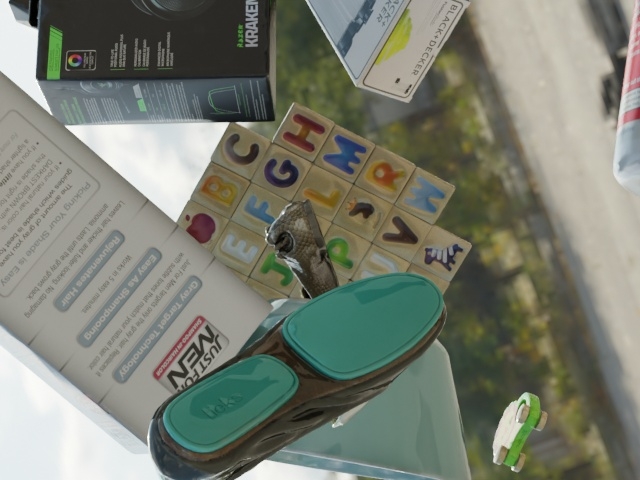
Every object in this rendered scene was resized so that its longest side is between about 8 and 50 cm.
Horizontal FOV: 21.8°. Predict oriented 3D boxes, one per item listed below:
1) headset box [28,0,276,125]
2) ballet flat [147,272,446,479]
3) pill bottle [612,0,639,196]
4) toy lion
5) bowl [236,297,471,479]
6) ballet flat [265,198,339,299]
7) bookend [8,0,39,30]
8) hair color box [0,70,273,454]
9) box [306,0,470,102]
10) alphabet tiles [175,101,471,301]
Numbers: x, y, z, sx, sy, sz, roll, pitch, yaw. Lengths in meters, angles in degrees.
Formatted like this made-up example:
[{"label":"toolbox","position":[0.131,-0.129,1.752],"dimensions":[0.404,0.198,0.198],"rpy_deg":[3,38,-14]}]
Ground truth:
[{"label":"headset box","position":[-0.194,-0.270,1.928],"dimensions":[0.131,0.283,0.246],"rpy_deg":[83,-173,-69]},{"label":"ballet flat","position":[-0.022,0.114,1.298],"dimensions":[0.095,0.280,0.096],"rpy_deg":[46,145,28]},{"label":"pill bottle","position":[0.446,-0.243,1.759],"dimensions":[0.229,0.229,0.407],"rpy_deg":[48,-130,-75]},{"label":"toy lion","position":[0.235,0.224,1.998],"dimensions":[0.096,0.034,0.100],"rpy_deg":[-84,17,-65]},{"label":"bowl","position":[0.016,0.157,1.741],"dimensions":[0.311,0.311,0.163],"rpy_deg":[50,-132,-74]},{"label":"ballet flat","position":[-0.017,0.027,1.803],"dimensions":[0.250,0.058,0.084],"rpy_deg":[72,177,-68]},{"label":"bookend","position":[-0.377,-0.351,2.197],"dimensions":[0.072,0.156,0.157],"rpy_deg":[87,-154,-71]},{"label":"hair color box","position":[-0.251,0.018,1.585],"dimensions":[0.374,0.185,0.113],"rpy_deg":[41,161,-11]},{"label":"box","position":[0.076,-0.336,2.219],"dimensions":[0.087,0.169,0.290],"rpy_deg":[14,-148,-31]},{"label":"alphabet tiles","position":[0.000,0.000,2.072],"dimensions":[0.342,0.285,0.011],"rpy_deg":[27,-161,-11]}]
